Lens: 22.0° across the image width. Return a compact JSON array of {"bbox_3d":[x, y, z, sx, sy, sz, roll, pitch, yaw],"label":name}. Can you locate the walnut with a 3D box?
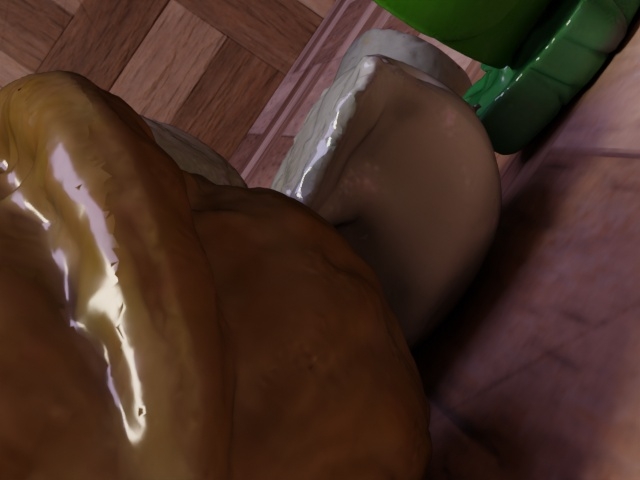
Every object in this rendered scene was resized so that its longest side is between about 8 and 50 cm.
[{"bbox_3d":[-0.082,0.072,0.501,0.257,0.224,0.257,176,90,-66],"label":"walnut"}]

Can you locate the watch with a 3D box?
[{"bbox_3d":[0.058,-0.127,0.723,0.131,0.152,0.165,-57,8,20],"label":"watch"}]

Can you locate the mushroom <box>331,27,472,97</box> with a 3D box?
[{"bbox_3d":[0.002,0.001,0.817,0.092,0.081,0.223,-3,54,58],"label":"mushroom"}]

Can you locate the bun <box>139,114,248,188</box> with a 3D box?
[{"bbox_3d":[-0.167,0.091,0.933,0.365,0.219,0.365,-34,-18,-13],"label":"bun"}]

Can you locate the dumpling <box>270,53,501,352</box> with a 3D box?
[{"bbox_3d":[0.011,0.006,0.657,0.150,0.092,0.176,-57,8,-15],"label":"dumpling"}]
